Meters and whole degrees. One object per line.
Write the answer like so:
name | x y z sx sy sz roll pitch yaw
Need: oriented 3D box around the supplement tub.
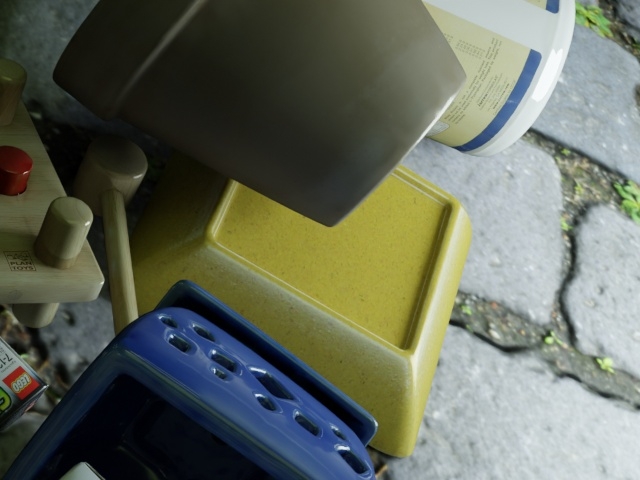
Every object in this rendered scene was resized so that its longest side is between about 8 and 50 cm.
supplement tub | 0.085 -0.243 1.772 0.316 0.228 0.228 21 47 -19

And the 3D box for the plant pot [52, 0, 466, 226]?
plant pot | -0.030 -0.174 1.504 0.280 0.323 0.323 41 44 -5

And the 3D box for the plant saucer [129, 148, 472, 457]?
plant saucer | 0.000 0.000 1.629 0.332 0.081 0.333 30 45 -10

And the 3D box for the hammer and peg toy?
hammer and peg toy | -0.283 -0.039 1.399 0.361 0.127 0.266 1 43 -33

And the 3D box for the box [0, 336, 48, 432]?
box | -0.326 0.139 1.328 0.114 0.036 0.207 44 44 3

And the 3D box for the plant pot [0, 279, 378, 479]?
plant pot | -0.099 0.183 1.295 0.236 0.236 0.212 37 22 -3

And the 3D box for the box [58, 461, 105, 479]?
box | -0.236 0.302 1.098 0.127 0.262 0.231 45 43 4
